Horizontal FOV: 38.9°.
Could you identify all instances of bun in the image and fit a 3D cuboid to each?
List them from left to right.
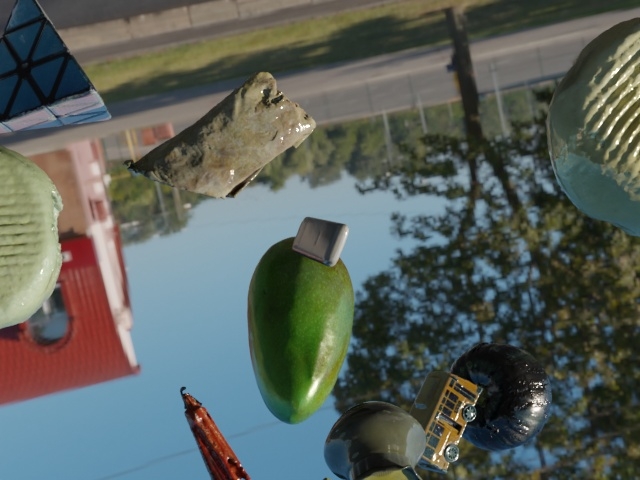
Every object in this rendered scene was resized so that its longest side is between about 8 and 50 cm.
[{"bbox_3d":[-0.359,0.001,0.875,0.221,0.221,0.108,-14,171,-13],"label":"bun"},{"bbox_3d":[0.382,-0.127,1.066,0.259,0.259,0.160,-12,177,-2],"label":"bun"}]

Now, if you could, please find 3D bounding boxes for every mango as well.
[{"bbox_3d":[-0.040,0.162,1.705,0.201,0.381,0.225,24,141,-30],"label":"mango"}]

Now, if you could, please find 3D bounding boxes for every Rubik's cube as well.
[{"bbox_3d":[-0.521,-0.299,1.731,0.229,0.228,0.233,22,-139,-7],"label":"Rubik's cube"}]

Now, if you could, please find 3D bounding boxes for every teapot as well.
[{"bbox_3d":[0.060,0.282,1.128,0.165,0.130,0.119,-50,-150,26],"label":"teapot"}]

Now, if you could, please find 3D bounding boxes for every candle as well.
[{"bbox_3d":[-0.253,0.470,2.080,0.084,0.301,0.059,-22,162,-33],"label":"candle"}]

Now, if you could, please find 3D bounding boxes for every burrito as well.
[{"bbox_3d":[-0.183,-0.171,1.703,0.348,0.175,0.107,-34,174,-2],"label":"burrito"}]

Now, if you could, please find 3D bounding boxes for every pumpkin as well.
[{"bbox_3d":[0.370,0.327,1.899,0.233,0.233,0.163,-7,167,38],"label":"pumpkin"}]

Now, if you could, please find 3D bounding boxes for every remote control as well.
[{"bbox_3d":[0.000,0.000,1.431,0.029,0.067,0.261,22,179,-14],"label":"remote control"}]

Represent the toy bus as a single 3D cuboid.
[{"bbox_3d":[0.223,0.339,1.729,0.091,0.103,0.182,-12,-133,63],"label":"toy bus"}]
